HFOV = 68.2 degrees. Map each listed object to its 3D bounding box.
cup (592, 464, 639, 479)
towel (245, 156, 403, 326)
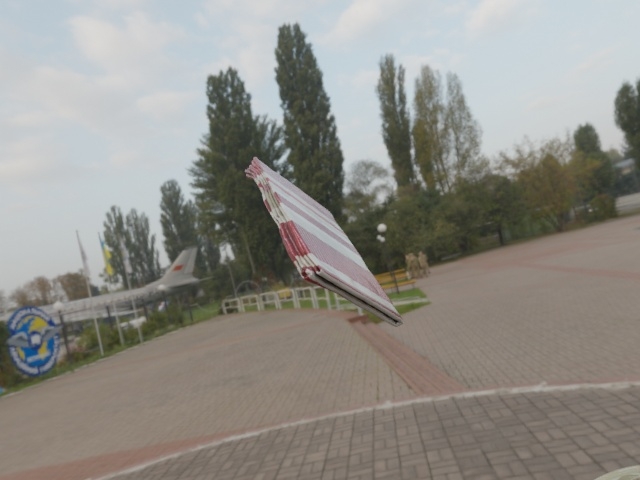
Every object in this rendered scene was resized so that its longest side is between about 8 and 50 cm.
[{"bbox_3d":[0.516,0.493,0.712,0.331,0.237,0.331,-26,-19,-10],"label":"cup"},{"bbox_3d":[0.000,0.000,0.825,0.037,0.329,0.237,-46,-48,13],"label":"towel"}]
